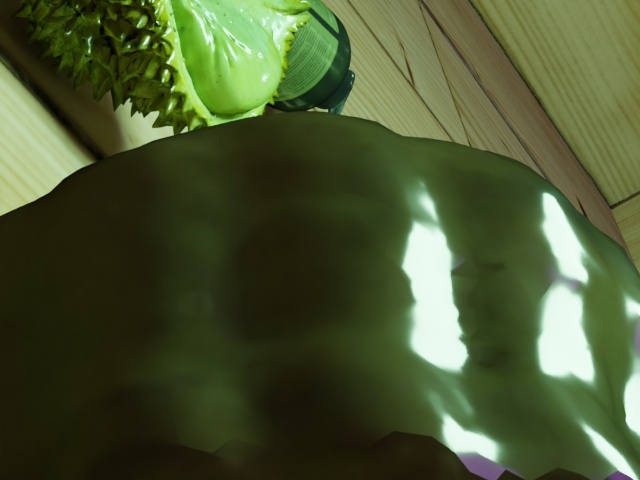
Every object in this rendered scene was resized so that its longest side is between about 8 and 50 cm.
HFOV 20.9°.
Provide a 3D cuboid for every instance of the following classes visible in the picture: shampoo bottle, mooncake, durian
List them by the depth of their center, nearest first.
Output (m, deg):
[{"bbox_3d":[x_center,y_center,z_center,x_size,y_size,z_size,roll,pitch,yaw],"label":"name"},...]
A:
[{"bbox_3d":[-0.011,0.131,0.549,0.324,0.324,0.187,51,19,-33],"label":"mooncake"},{"bbox_3d":[-0.103,-0.186,1.089,0.200,0.176,0.237,-55,151,-39],"label":"durian"},{"bbox_3d":[-0.039,-0.175,1.500,0.284,0.101,0.101,34,29,-60],"label":"shampoo bottle"}]
